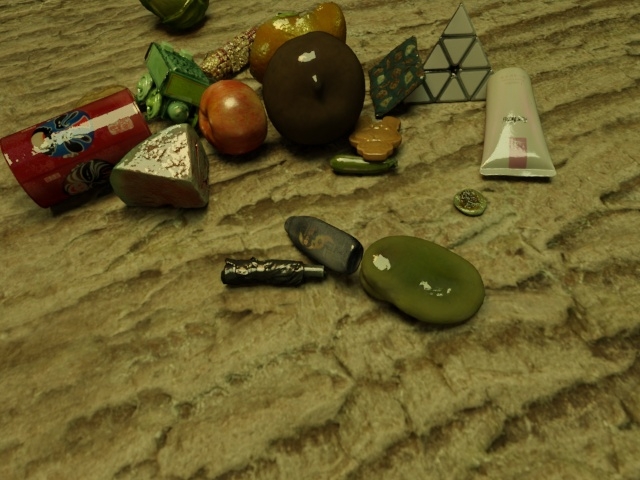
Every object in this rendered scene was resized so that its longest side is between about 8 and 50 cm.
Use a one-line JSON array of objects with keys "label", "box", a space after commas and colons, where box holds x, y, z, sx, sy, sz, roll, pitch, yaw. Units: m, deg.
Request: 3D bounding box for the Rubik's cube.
[{"label": "Rubik's cube", "box": [0.396, -0.535, 1.419, 0.228, 0.229, 0.233, 0, -3, -42]}]

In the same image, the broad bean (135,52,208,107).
[{"label": "broad bean", "box": [-0.483, -0.503, 1.519, 0.325, 0.067, 0.075, -38, 89, -25]}]

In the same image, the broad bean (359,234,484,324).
[{"label": "broad bean", "box": [0.213, 0.080, 0.984, 0.263, 0.121, 0.189, 23, 56, 4]}]

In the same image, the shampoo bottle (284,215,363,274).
[{"label": "shampoo bottle", "box": [0.000, 0.000, 1.052, 0.049, 0.087, 0.233, 11, 14, -44]}]

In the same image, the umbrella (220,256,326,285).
[{"label": "umbrella", "box": [-0.105, 0.072, 1.041, 0.235, 0.059, 0.066, 2, 74, 4]}]

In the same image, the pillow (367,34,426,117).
[{"label": "pillow", "box": [0.226, -0.500, 1.407, 0.189, 0.034, 0.256, -31, 44, 32]}]

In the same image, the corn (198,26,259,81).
[{"label": "corn", "box": [-0.295, -0.626, 1.570, 0.098, 0.098, 0.290, 29, 59, 24]}]

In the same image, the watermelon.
[{"label": "watermelon", "box": [-0.385, -0.155, 1.180, 0.261, 0.213, 0.201, -34, 73, -14]}]

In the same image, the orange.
[{"label": "orange", "box": [-0.058, -0.581, 1.418, 0.334, 0.262, 0.196, -20, 69, -20]}]

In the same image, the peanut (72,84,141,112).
[{"label": "peanut", "box": [-0.654, -0.368, 1.390, 0.233, 0.110, 0.197, -19, 64, -10]}]

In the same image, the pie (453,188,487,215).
[{"label": "pie", "box": [0.373, -0.095, 1.153, 0.085, 0.017, 0.085, -3, 52, 3]}]

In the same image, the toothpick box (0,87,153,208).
[{"label": "toothpick box", "box": [-0.617, -0.245, 1.227, 0.333, 0.204, 0.204, -28, 55, -13]}]

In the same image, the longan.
[{"label": "longan", "box": [-0.017, -0.407, 1.255, 0.297, 0.297, 0.297, -2, 52, 3]}]

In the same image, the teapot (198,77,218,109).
[{"label": "teapot", "box": [-0.383, -0.461, 1.458, 0.090, 0.092, 0.124, 25, 51, 39]}]

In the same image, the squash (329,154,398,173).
[{"label": "squash", "box": [0.115, -0.205, 1.240, 0.183, 0.052, 0.052, 0, 52, 3]}]

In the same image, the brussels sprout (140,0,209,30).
[{"label": "brussels sprout", "box": [-0.557, -0.931, 1.731, 0.227, 0.259, 0.294, -39, 45, 15]}]

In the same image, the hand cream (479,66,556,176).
[{"label": "hand cream", "box": [0.522, -0.318, 1.264, 0.185, 0.118, 0.359, 3, 59, 8]}]

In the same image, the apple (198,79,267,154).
[{"label": "apple", "box": [-0.246, -0.339, 1.280, 0.164, 0.209, 0.209, -23, 53, -23]}]

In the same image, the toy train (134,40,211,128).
[{"label": "toy train", "box": [-0.429, -0.444, 1.349, 0.159, 0.188, 0.272, 11, 31, -39]}]

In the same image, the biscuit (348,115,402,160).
[{"label": "biscuit", "box": [0.152, -0.290, 1.283, 0.144, 0.040, 0.236, -2, 36, 10]}]
